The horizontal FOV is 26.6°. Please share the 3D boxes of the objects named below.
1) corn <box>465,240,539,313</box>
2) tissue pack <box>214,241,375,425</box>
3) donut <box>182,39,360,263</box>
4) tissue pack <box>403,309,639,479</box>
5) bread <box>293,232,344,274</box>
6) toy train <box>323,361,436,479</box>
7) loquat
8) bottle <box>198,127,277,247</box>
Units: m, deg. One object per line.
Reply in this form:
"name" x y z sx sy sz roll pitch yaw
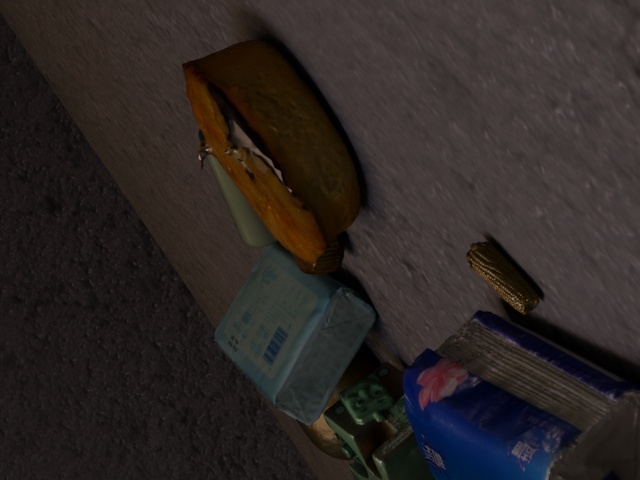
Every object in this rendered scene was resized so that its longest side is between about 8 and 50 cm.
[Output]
"corn" 0.149 0.029 1.125 0.083 0.028 0.027 49 -173 34
"tissue pack" -0.037 0.116 1.802 0.089 0.177 0.263 30 -179 -24
"donut" -0.054 -0.094 1.434 0.253 0.118 0.253 56 168 18
"tissue pack" 0.190 0.192 1.118 0.209 0.137 0.269 63 168 -20
"bread" 0.000 0.000 1.624 0.085 0.053 0.085 166 90 -70
"toy train" 0.123 0.310 1.774 0.159 0.129 0.326 35 156 48
"loquat" 0.029 0.222 1.898 0.195 0.152 0.152 61 171 23
"bottle" -0.100 -0.079 1.783 0.072 0.072 0.201 48 166 39
